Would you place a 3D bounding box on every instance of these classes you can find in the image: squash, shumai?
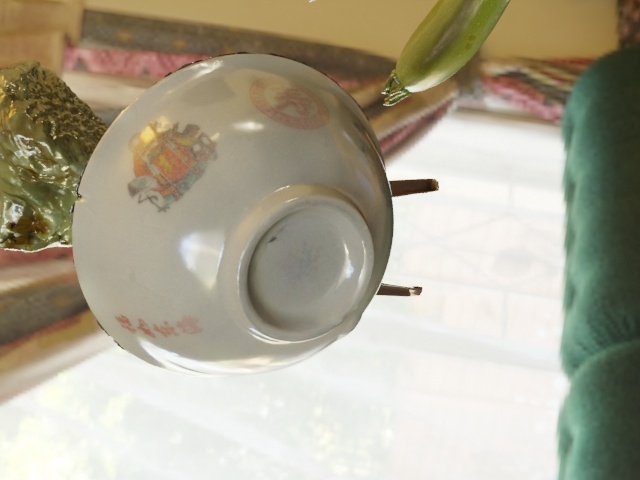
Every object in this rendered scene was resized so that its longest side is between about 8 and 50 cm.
[{"bbox_3d":[0.188,-0.297,1.731,0.341,0.094,0.094,-53,17,41],"label":"squash"},{"bbox_3d":[-0.424,-0.120,1.744,0.260,0.222,0.225,56,-164,14],"label":"shumai"}]

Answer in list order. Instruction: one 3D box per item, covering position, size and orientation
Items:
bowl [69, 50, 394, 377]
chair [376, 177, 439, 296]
[{"bbox_3d":[-0.047,0.004,1.158,0.157,0.346,0.345,35,122,56],"label":"bowl"},{"bbox_3d":[0.000,0.000,1.732,0.326,0.176,0.183,-3,-83,-48],"label":"chair"}]
